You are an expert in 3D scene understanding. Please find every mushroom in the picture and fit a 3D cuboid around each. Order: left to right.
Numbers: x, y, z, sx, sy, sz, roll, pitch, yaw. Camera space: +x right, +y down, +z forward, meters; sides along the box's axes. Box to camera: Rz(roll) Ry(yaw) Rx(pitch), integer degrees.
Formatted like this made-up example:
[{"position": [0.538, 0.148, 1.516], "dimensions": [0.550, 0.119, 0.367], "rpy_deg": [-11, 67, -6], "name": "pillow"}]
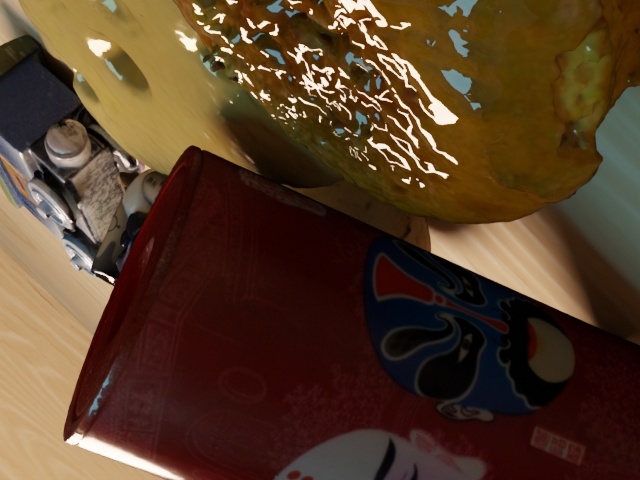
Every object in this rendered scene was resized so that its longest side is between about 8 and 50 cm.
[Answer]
[{"position": [0.000, 0.000, 0.930], "dimensions": [0.166, 0.127, 0.166], "rpy_deg": [4, 133, 4], "name": "mushroom"}]

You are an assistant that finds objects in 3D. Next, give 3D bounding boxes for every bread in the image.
[{"position": [0.032, -0.134, 0.540], "dimensions": [0.268, 0.145, 0.268], "rpy_deg": [35, 158, 16], "name": "bread"}]

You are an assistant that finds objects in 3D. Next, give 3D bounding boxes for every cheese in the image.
[{"position": [-0.130, -0.192, 0.816], "dimensions": [0.384, 0.104, 0.384], "rpy_deg": [38, 163, 14], "name": "cheese"}]

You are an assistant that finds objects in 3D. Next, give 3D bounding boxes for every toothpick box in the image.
[{"position": [0.028, 0.096, 0.791], "dimensions": [0.333, 0.204, 0.204], "rpy_deg": [23, 166, -13], "name": "toothpick box"}]

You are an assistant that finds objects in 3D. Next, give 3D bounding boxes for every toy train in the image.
[{"position": [-0.298, -0.080, 1.401], "dimensions": [0.202, 0.131, 0.299], "rpy_deg": [41, 162, 16], "name": "toy train"}]

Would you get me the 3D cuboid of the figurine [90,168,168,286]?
[{"position": [-0.080, 0.011, 1.068], "dimensions": [0.222, 0.145, 0.145], "rpy_deg": [25, 176, -35], "name": "figurine"}]
